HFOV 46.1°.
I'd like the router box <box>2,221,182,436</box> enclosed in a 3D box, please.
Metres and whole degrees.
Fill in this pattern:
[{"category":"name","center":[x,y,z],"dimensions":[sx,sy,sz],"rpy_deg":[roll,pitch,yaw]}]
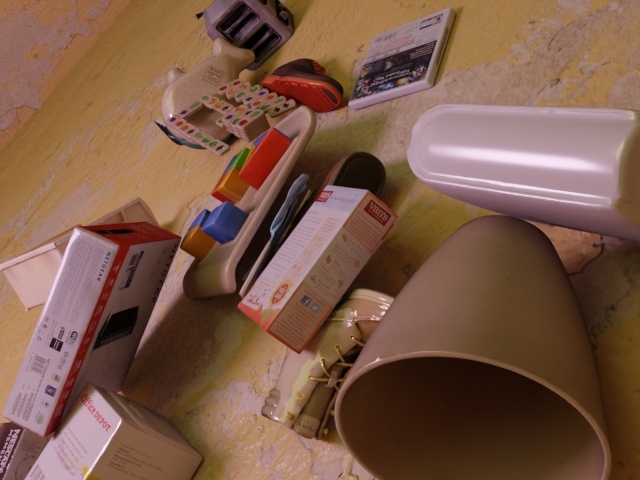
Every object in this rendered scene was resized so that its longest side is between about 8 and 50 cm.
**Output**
[{"category":"router box","center":[-0.385,0.135,1.318],"dimensions":[0.301,0.082,0.336],"rpy_deg":[-22,-44,-81]}]

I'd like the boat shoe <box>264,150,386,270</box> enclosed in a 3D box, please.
[{"category":"boat shoe","center":[0.000,0.000,1.202],"dimensions":[0.307,0.110,0.104],"rpy_deg":[-54,11,-7]}]

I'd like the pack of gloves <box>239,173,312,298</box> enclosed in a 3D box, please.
[{"category":"pack of gloves","center":[-0.083,0.001,1.230],"dimensions":[0.195,0.046,0.232],"rpy_deg":[84,-149,-73]}]

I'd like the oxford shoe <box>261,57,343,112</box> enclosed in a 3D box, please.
[{"category":"oxford shoe","center":[-0.026,-0.327,1.518],"dimensions":[0.098,0.097,0.271],"rpy_deg":[-51,34,-9]}]

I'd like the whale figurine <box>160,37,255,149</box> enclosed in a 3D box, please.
[{"category":"whale figurine","center":[-0.250,-0.331,1.728],"dimensions":[0.141,0.216,0.272],"rpy_deg":[106,-173,-69]}]

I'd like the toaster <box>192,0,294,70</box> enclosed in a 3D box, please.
[{"category":"toaster","center":[-0.179,-0.520,1.799],"dimensions":[0.185,0.168,0.110],"rpy_deg":[-37,38,20]}]

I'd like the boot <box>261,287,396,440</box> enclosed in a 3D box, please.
[{"category":"boot","center":[0.025,0.170,1.008],"dimensions":[0.262,0.095,0.203],"rpy_deg":[-6,54,55]}]

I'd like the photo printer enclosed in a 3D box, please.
[{"category":"photo printer","center":[0.263,-0.071,0.815],"dimensions":[0.307,0.256,0.107],"rpy_deg":[17,93,53]}]

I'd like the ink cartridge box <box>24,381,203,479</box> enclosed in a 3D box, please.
[{"category":"ink cartridge box","center":[-0.338,0.379,1.188],"dimensions":[0.171,0.168,0.233],"rpy_deg":[20,76,54]}]

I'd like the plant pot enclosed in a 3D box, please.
[{"category":"plant pot","center":[0.173,0.106,0.799],"dimensions":[0.256,0.256,0.274],"rpy_deg":[-23,28,36]}]

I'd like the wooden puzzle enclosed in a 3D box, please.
[{"category":"wooden puzzle","center":[-0.156,-0.068,1.373],"dimensions":[0.322,0.080,0.348],"rpy_deg":[-16,48,66]}]

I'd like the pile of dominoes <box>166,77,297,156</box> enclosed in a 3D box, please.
[{"category":"pile of dominoes","center":[-0.190,-0.272,1.544],"dimensions":[0.196,0.040,0.251],"rpy_deg":[-39,43,-18]}]

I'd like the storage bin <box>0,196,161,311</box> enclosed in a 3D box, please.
[{"category":"storage bin","center":[-0.524,0.028,1.668],"dimensions":[0.262,0.123,0.260],"rpy_deg":[-17,15,41]}]

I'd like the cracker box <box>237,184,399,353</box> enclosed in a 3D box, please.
[{"category":"cracker box","center":[-0.007,0.033,1.064],"dimensions":[0.232,0.067,0.155],"rpy_deg":[-54,20,-6]}]

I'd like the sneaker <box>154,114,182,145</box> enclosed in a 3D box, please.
[{"category":"sneaker","center":[-0.334,-0.293,1.872],"dimensions":[0.208,0.081,0.094],"rpy_deg":[18,67,47]}]

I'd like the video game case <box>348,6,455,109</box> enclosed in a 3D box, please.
[{"category":"video game case","center":[0.148,-0.331,1.380],"dimensions":[0.190,0.022,0.173],"rpy_deg":[-7,55,46]}]

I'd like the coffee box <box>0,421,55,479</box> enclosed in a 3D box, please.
[{"category":"coffee box","center":[-0.599,0.503,1.429],"dimensions":[0.168,0.119,0.297],"rpy_deg":[-17,48,42]}]
